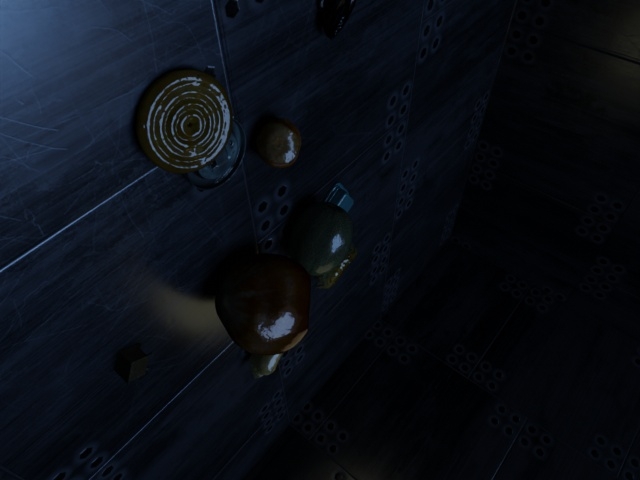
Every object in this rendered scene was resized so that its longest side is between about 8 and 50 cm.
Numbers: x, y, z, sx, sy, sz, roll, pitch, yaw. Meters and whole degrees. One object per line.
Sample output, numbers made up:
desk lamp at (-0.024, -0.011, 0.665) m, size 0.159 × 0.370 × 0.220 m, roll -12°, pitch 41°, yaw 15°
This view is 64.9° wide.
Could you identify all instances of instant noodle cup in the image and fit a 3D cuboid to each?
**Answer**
instant noodle cup at (0.068, -0.142, 2.134) m, size 0.179 × 0.070 × 0.157 m, roll -56°, pitch 153°, yaw -2°

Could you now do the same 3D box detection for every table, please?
table at (-0.573, 0.374, 1.549) m, size 0.082 × 0.070 × 0.083 m, roll -20°, pitch 135°, yaw -53°

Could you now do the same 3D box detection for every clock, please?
clock at (-0.295, -0.243, 1.384) m, size 0.215 × 0.042 × 0.214 m, roll -42°, pitch 150°, yaw -31°

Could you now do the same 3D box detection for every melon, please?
melon at (0.000, 0.000, 1.970) m, size 0.237 × 0.238 × 0.301 m, roll -14°, pitch 133°, yaw -56°

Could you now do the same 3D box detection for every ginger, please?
ginger at (-0.235, 0.483, 2.224) m, size 0.152 × 0.138 × 0.267 m, roll 3°, pitch 105°, yaw -46°

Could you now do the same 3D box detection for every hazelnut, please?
hazelnut at (-0.122, -0.296, 1.534) m, size 0.150 × 0.150 × 0.150 m, roll -42°, pitch 151°, yaw -30°
hazelnut at (-0.196, 0.225, 1.777) m, size 0.366 × 0.366 × 0.365 m, roll -42°, pitch 151°, yaw -30°

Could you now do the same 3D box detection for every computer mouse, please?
computer mouse at (0.057, -0.705, 1.458) m, size 0.146 × 0.078 × 0.241 m, roll -32°, pitch 145°, yaw -40°

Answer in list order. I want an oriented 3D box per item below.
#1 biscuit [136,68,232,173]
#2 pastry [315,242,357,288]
biscuit at (-0.320, -0.286, 1.228) m, size 0.262 × 0.037 × 0.261 m, roll -25°, pitch 129°, yaw -35°
pastry at (0.066, 0.101, 2.314) m, size 0.235 × 0.121 × 0.257 m, roll -56°, pitch 174°, yaw 34°
